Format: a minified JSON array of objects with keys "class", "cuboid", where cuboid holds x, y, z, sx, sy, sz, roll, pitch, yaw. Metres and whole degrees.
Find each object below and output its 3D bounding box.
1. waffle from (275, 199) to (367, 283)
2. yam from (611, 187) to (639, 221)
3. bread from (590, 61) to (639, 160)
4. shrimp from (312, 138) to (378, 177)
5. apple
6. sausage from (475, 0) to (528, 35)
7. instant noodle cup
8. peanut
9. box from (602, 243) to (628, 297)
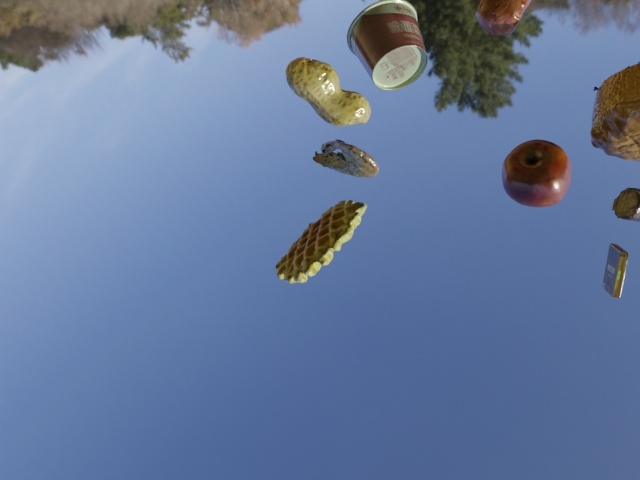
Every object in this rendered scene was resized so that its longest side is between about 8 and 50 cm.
[{"class":"waffle","cuboid":[-0.002,-0.002,1.412,0.261,0.056,0.250,-51,-164,-22]},{"class":"yam","cuboid":[0.748,-0.077,1.318,0.141,0.079,0.079,6,-146,-18]},{"class":"bread","cuboid":[1.016,-0.367,1.718,0.398,0.398,0.215,-2,-107,23]},{"class":"shrimp","cuboid":[0.044,-0.196,1.345,0.223,0.126,0.047,17,-108,49]},{"class":"apple","cuboid":[0.725,-0.217,1.938,0.230,0.230,0.230,-13,-141,11]},{"class":"sausage","cuboid":[0.588,-0.768,1.806,0.141,0.153,0.268,26,-97,13]},{"class":"instant noodle cup","cuboid":[0.217,-0.589,1.774,0.235,0.235,0.178,-19,-118,2]},{"class":"peanut","cuboid":[0.017,-0.349,1.376,0.103,0.229,0.098,-27,-151,57]},{"class":"box","cuboid":[0.819,0.083,1.606,0.023,0.133,0.090,5,-166,9]}]
